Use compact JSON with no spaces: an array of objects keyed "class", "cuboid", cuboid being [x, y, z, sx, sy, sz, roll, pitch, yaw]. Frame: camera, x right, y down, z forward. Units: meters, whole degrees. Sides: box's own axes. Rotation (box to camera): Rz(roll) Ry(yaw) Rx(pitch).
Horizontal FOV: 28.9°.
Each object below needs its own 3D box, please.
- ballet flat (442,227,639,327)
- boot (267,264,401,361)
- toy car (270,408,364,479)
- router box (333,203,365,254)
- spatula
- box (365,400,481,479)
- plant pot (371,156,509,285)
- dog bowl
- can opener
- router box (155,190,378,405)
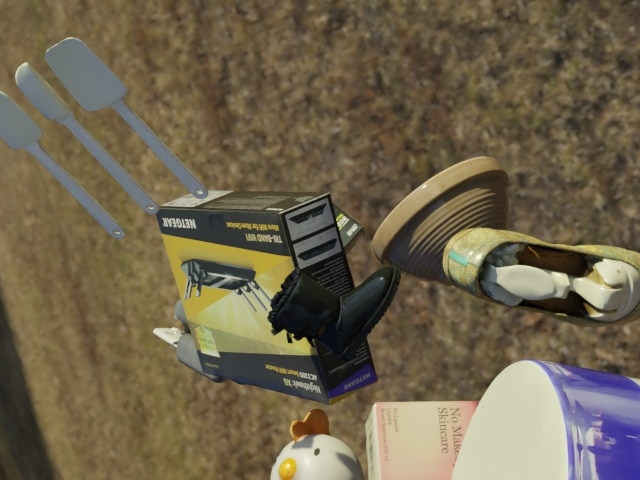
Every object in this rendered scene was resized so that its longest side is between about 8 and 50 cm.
[{"class":"ballet flat","cuboid":[0.339,0.059,1.702,0.123,0.348,0.123,-169,90,-74]},{"class":"boot","cuboid":[0.011,0.058,1.245,0.099,0.121,0.045,29,-163,-15]},{"class":"toy car","cuboid":[-0.016,0.308,1.463,0.210,0.219,0.238,32,-135,-46]},{"class":"router box","cuboid":[0.000,0.000,2.053,0.092,0.122,0.038,37,167,18]},{"class":"spatula","cuboid":[-0.236,-0.098,1.298,0.242,0.168,0.019,49,-150,-33]},{"class":"box","cuboid":[0.200,0.359,2.098,0.127,0.232,0.149,102,166,-63]},{"class":"plant pot","cuboid":[0.204,-0.009,1.870,0.110,0.237,0.237,54,159,22]},{"class":"dog bowl","cuboid":[0.176,0.225,0.919,0.265,0.104,0.265,-167,90,-80]},{"class":"can opener","cuboid":[-0.174,0.142,1.849,0.283,0.076,0.095,13,95,64]},{"class":"router box","cuboid":[-0.075,0.063,1.565,0.308,0.081,0.243,3,112,55]}]
